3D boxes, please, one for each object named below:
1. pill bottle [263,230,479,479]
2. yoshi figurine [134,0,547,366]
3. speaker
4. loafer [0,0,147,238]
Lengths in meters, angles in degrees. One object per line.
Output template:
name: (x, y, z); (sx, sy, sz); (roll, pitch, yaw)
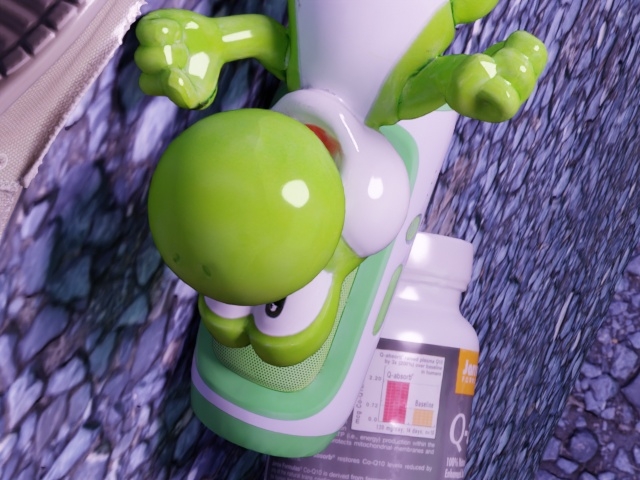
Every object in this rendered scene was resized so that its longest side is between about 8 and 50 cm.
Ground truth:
pill bottle: (0.042, 0.132, 1.293); (0.162, 0.162, 0.278); (19, 78, -71)
yoshi figurine: (0.005, -0.104, 0.914); (0.203, 0.203, 0.362); (17, 92, -31)
speaker: (0.000, 0.000, 1.142); (0.131, 0.131, 0.296); (-22, 134, -63)
loafer: (-0.165, -0.052, 0.697); (0.268, 0.102, 0.092); (-52, 161, -8)
